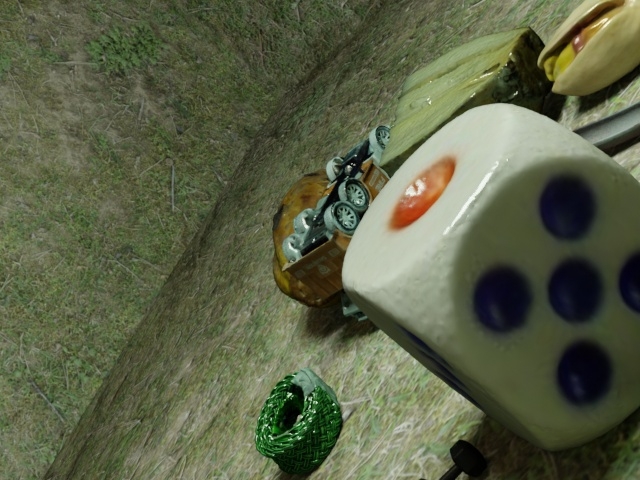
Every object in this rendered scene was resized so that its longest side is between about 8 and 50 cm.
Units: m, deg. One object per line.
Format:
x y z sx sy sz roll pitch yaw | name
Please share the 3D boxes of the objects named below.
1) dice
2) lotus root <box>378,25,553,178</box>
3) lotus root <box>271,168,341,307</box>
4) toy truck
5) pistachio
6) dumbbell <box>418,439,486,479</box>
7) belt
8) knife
0.186 0.032 0.995 0.243 0.251 0.259 -51 14 -8 | dice
0.246 -0.204 1.579 0.260 0.149 0.267 -30 26 33 | lotus root
0.004 -0.006 1.746 0.193 0.193 0.291 -40 18 35 | lotus root
0.083 -0.039 1.622 0.133 0.184 0.338 -33 20 42 | toy truck
0.396 -0.277 1.411 0.145 0.117 0.200 -8 -35 -50 | pistachio
0.132 0.244 1.058 0.083 0.040 0.036 -48 -15 11 | dumbbell
-0.024 0.256 1.440 0.121 0.079 0.151 -32 33 26 | belt
0.386 -0.151 1.233 0.278 0.053 0.123 -34 26 50 | knife
